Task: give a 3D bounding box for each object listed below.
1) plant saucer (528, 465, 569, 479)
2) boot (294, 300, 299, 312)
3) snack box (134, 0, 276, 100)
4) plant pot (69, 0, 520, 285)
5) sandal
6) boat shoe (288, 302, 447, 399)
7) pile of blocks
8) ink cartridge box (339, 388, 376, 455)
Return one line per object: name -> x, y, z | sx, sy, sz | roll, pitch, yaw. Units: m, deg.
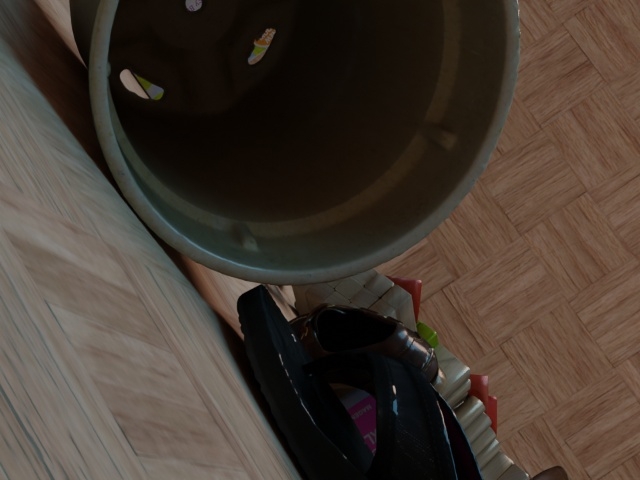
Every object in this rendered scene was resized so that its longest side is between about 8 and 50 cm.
plant saucer -> 0.264, 0.377, 1.812 | 0.036, 0.198, 0.198 | 13, 9, -6
boot -> 0.020, 0.102, 1.667 | 0.084, 0.059, 0.158 | 63, 4, 27
snack box -> -0.163, -0.273, 1.623 | 0.207, 0.174, 0.070 | 54, 4, -18
plant pot -> -0.058, -0.170, 1.165 | 0.334, 0.334, 0.305 | 54, -8, -28
sandal -> 0.078, 0.192, 0.996 | 0.446, 0.107, 0.167 | 56, 1, 34
boat shoe -> 0.022, 0.082, 1.176 | 0.073, 0.073, 0.207 | 51, -23, -25
pile of blocks -> 0.099, 0.148, 1.426 | 0.149, 0.112, 0.362 | 20, -36, 54
ink cartridge box -> 0.117, 0.275, 1.198 | 0.311, 0.065, 0.186 | 55, 0, 26
